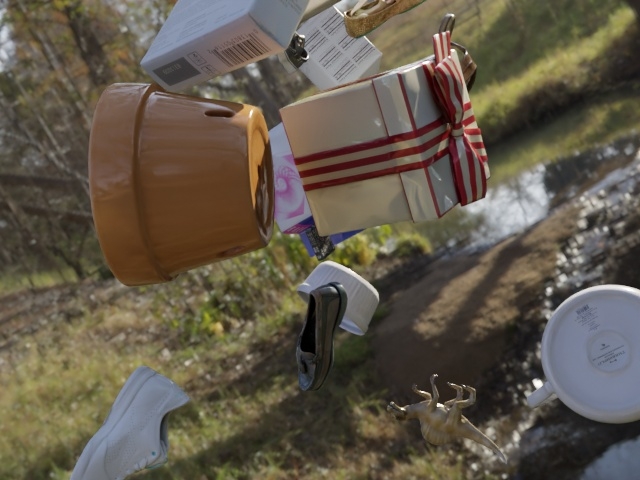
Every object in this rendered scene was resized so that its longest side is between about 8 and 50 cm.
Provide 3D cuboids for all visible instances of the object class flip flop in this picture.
[{"bbox_3d":[0.264,-0.303,1.705,0.080,0.277,0.112,-4,-20,3],"label":"flip flop"}]

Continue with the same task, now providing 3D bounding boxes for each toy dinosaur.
[{"bbox_3d":[0.187,0.251,1.271,0.053,0.183,0.093,96,-165,-78],"label":"toy dinosaur"}]

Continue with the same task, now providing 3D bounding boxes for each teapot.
[{"bbox_3d":[0.511,0.204,1.555,0.256,0.253,0.187,13,-5,25],"label":"teapot"}]

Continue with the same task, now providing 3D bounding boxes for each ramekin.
[{"bbox_3d":[0.053,0.143,2.272,0.109,0.207,0.207,-56,12,-13],"label":"ramekin"}]

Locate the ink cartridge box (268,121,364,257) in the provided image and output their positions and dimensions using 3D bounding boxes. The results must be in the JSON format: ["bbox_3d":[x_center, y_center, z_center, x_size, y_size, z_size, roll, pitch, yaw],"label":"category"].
[{"bbox_3d":[-0.008,-0.150,2.176,0.324,0.330,0.071,-29,-3,40],"label":"ink cartridge box"}]

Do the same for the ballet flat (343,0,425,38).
[{"bbox_3d":[0.136,-0.487,1.811,0.206,0.067,0.073,-30,38,12],"label":"ballet flat"}]

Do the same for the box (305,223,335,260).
[{"bbox_3d":[0.000,0.000,2.171,0.018,0.083,0.067,-17,14,33],"label":"box"}]

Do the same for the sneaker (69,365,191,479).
[{"bbox_3d":[-0.240,0.270,1.116,0.212,0.094,0.080,-62,-9,-5],"label":"sneaker"}]

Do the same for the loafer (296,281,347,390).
[{"bbox_3d":[-0.018,0.213,1.936,0.084,0.268,0.096,-4,28,-40],"label":"loafer"}]

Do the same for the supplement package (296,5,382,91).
[{"bbox_3d":[0.041,-0.495,2.400,0.149,0.203,0.194,-44,-5,-6],"label":"supplement package"}]

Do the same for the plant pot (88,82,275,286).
[{"bbox_3d":[-0.180,-0.085,1.258,0.203,0.291,0.291,-4,9,6],"label":"plant pot"}]

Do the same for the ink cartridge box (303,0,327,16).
[{"bbox_3d":[-0.076,-0.471,1.701,0.306,0.131,0.226,-22,12,36],"label":"ink cartridge box"}]

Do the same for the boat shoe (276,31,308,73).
[{"bbox_3d":[-0.069,-0.443,2.023,0.076,0.080,0.228,-31,-12,5],"label":"boat shoe"}]

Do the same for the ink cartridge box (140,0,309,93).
[{"bbox_3d":[-0.109,-0.439,1.462,0.308,0.091,0.385,-9,49,49],"label":"ink cartridge box"}]

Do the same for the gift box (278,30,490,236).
[{"bbox_3d":[0.127,-0.173,1.421,0.258,0.255,0.276,-9,20,35],"label":"gift box"}]
